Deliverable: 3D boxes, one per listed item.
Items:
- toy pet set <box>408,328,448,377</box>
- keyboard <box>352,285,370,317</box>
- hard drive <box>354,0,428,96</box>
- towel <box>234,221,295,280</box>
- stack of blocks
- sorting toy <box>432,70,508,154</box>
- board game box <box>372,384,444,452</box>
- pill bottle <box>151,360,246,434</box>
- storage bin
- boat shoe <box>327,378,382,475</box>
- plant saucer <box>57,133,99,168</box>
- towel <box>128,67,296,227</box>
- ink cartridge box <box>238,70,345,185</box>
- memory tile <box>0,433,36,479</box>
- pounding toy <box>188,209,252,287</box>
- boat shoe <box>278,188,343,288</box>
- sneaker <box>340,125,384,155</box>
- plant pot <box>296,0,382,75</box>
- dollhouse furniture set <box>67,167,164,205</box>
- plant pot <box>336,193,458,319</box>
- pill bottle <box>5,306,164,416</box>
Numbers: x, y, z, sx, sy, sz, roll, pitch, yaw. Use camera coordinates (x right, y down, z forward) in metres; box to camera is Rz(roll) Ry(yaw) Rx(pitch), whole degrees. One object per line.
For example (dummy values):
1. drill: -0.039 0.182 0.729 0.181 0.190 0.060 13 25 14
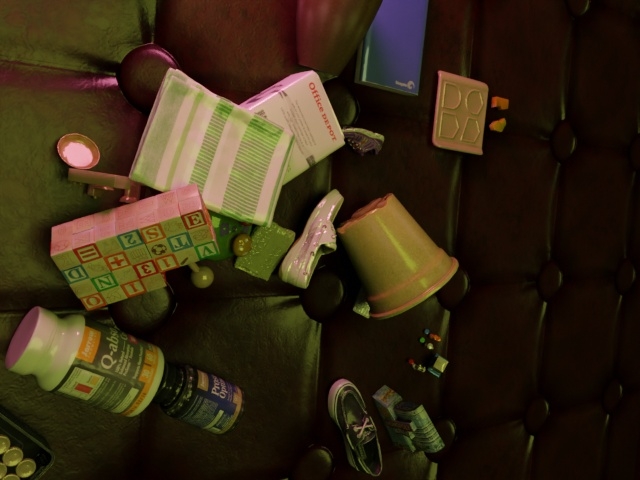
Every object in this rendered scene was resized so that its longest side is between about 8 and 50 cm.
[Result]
1. toy pet set: 0.337 0.358 1.943 0.114 0.065 0.122 32 72 2
2. keyboard: 0.163 0.093 1.800 0.072 0.014 0.256 29 80 -34
3. hard drive: 0.199 -0.574 1.718 0.210 0.040 0.319 4 94 -35
4. towel: -0.138 0.022 1.551 0.110 0.027 0.148 28 99 -32
5. stack of blocks: -0.363 0.015 1.273 0.296 0.087 0.171 -18 135 -5
6. sorting toy: 0.458 -0.380 1.929 0.307 0.041 0.229 3 90 -35
7. board game box: 0.241 0.520 1.831 0.060 0.194 0.194 -35 100 -27
8. pill bottle: -0.291 0.361 1.455 0.219 0.122 0.123 34 77 -33
9. storage bin: -0.638 0.414 1.247 0.122 0.084 0.180 -48 121 -20
10. boat shoe: 0.107 0.531 1.766 0.108 0.102 0.302 -24 109 -30
11. plant saucer: -0.497 -0.179 1.288 0.083 0.015 0.084 20 53 -29
12. towel: -0.213 -0.186 1.334 0.324 0.038 0.248 22 77 -32
13. ink cartridge box: -0.102 -0.255 1.507 0.272 0.114 0.199 -36 115 -25
14. memory tile: -0.632 0.453 1.197 0.148 0.012 0.113 -44 118 -21
15. pounding toy: -0.211 -0.012 1.429 0.237 0.110 0.183 -50 139 -30
16. boat shoe: 0.000 0.000 1.600 0.277 0.096 0.098 -60 165 -14
17. sneaker: 0.102 -0.264 1.679 0.169 0.068 0.071 9 97 -36
18. plant pot: 0.028 -0.526 1.524 0.215 0.215 0.231 6 107 -35
19. dollhouse furniture set: -0.418 -0.071 1.297 0.151 0.143 0.123 2 97 -71
20. plant pot: 0.180 0.026 1.664 0.276 0.276 0.254 -38 99 -25
21. pill bottle: -0.477 0.247 1.289 0.278 0.162 0.162 32 78 -34
